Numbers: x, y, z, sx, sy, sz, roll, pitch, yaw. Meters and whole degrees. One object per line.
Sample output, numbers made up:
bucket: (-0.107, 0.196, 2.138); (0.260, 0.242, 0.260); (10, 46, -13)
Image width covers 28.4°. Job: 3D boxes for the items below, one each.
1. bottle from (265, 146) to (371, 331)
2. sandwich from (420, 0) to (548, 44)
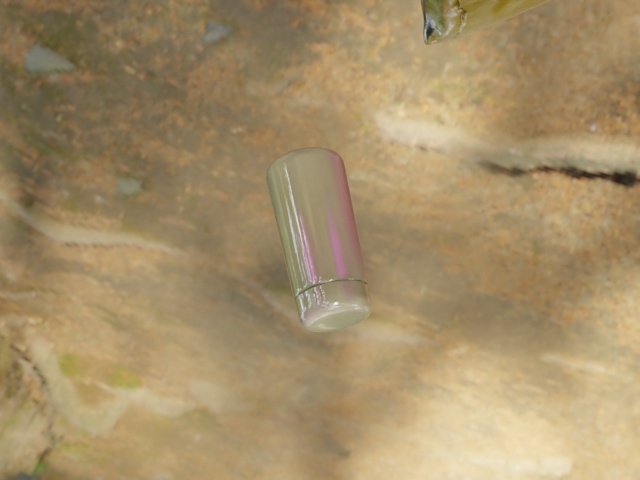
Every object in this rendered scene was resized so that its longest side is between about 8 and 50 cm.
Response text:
bottle: (0.000, 0.000, 0.691); (0.045, 0.096, 0.045); (-11, 159, -4)
sandwich: (0.105, -0.256, 0.770); (0.198, 0.155, 0.227); (-22, 154, -2)
